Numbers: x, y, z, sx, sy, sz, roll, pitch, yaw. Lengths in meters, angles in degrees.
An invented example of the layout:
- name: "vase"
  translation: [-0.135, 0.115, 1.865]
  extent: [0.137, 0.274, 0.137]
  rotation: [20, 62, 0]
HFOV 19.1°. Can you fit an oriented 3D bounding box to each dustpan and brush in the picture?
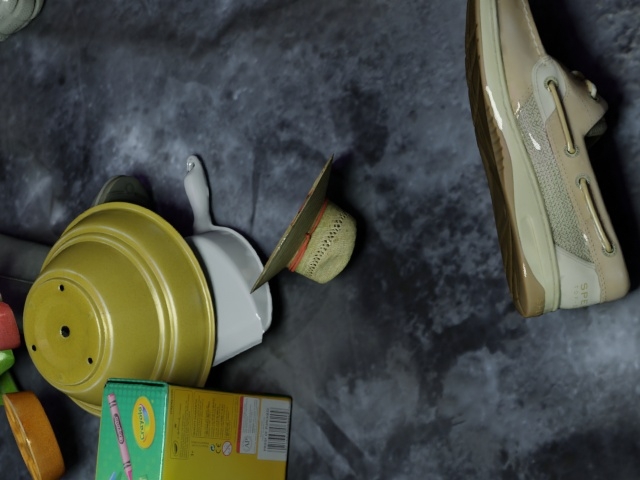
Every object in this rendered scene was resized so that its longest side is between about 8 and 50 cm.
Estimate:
- name: "dustpan and brush"
  translation: [-0.109, 0.017, 1.774]
  extent: [0.147, 0.060, 0.211]
  rotation: [-28, 72, 38]

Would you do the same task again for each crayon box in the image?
- name: "crayon box"
  translation: [-0.116, 0.265, 1.657]
  extent: [0.081, 0.165, 0.278]
  rotation: [0, 82, 39]

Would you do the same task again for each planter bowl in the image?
- name: "planter bowl"
  translation: [-0.207, 0.077, 1.745]
  extent: [0.217, 0.090, 0.217]
  rotation: [7, 102, 37]

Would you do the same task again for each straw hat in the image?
- name: "straw hat"
  translation: [0.000, 0.000, 1.669]
  extent: [0.061, 0.144, 0.144]
  rotation: [31, 106, -3]

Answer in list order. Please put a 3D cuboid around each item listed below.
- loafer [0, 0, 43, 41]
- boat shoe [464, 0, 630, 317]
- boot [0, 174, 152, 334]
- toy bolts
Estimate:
- name: "loafer"
  translation: [-0.394, -0.348, 2.026]
  extent: [0.111, 0.112, 0.319]
  rotation: [-31, 64, 22]
- name: "boat shoe"
  translation: [0.180, -0.090, 1.528]
  extent: [0.098, 0.109, 0.302]
  rotation: [-9, 72, -3]
- name: "boot"
  translation: [-0.267, 0.014, 1.893]
  extent: [0.208, 0.076, 0.190]
  rotation: [15, 92, 46]
- name: "toy bolts"
  translation: [-0.359, 0.142, 1.804]
  extent: [0.218, 0.158, 0.228]
  rotation: [56, 160, 36]
